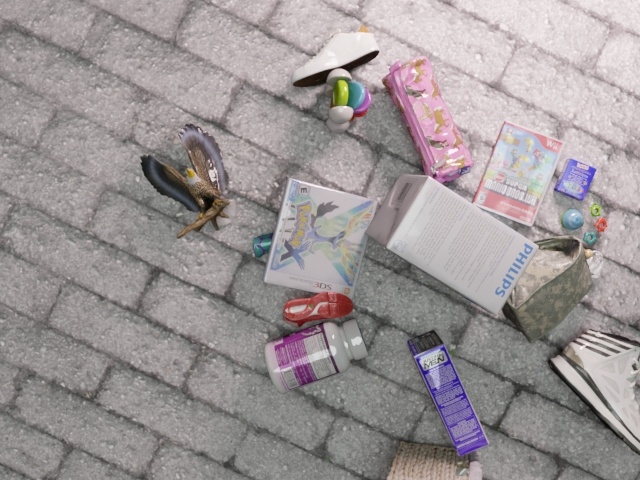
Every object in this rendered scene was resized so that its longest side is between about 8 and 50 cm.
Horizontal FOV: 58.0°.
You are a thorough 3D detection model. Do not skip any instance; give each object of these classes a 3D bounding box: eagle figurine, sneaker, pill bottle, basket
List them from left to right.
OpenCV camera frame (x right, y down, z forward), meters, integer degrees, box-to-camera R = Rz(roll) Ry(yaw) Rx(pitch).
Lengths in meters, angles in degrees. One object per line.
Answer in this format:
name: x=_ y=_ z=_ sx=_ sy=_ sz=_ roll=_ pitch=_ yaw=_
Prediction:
eagle figurine: x=-0.388 y=-0.182 z=1.779 sx=0.226 sy=0.225 sz=0.298 roll=-14 pitch=57 yaw=-37
sneaker: x=-0.016 y=0.220 z=1.828 sx=0.221 sy=0.128 sz=0.087 roll=0 pitch=70 yaw=-13
pill bottle: x=-0.010 y=0.350 z=1.798 sx=0.301 sy=0.169 sz=0.169 roll=-20 pitch=94 yaw=1
sneaker: x=0.028 y=-0.569 z=1.776 sx=0.290 sy=0.106 sz=0.123 roll=-24 pitch=84 yaw=-6
basket: x=0.342 y=0.825 z=1.737 sx=0.266 sy=0.328 sz=0.331 roll=3 pitch=94 yaw=16
sneaker: x=0.959 y=0.462 z=1.797 sx=0.257 sy=0.169 sz=0.447 roll=-44 pitch=90 yaw=5

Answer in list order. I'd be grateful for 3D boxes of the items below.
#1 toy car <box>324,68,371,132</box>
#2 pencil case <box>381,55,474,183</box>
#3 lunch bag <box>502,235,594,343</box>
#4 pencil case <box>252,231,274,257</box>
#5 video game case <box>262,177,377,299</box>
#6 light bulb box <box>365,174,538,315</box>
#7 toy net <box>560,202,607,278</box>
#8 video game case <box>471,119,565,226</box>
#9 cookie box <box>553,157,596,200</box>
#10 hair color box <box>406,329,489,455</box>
toy car: x=0.085 y=-0.418 z=1.741 sx=0.136 sy=0.182 sz=0.159 roll=-1 pitch=79 yaw=-4
pencil case: x=0.322 y=-0.359 z=1.745 sx=0.160 sy=0.167 sz=0.386 roll=-23 pitch=91 yaw=0
lunch bag: x=0.677 y=0.129 z=1.738 sx=0.287 sy=0.169 sz=0.235 roll=-37 pitch=133 yaw=3
pencil case: x=-0.137 y=0.008 z=1.827 sx=0.151 sy=0.064 sz=0.070 roll=-13 pitch=132 yaw=1
video game case: x=0.000 y=0.000 z=1.797 sx=0.300 sy=0.036 sz=0.329 roll=13 pitch=94 yaw=-18
light bulb box: x=0.357 y=-0.003 z=1.664 sx=0.361 sy=0.358 sz=0.225 roll=31 pitch=94 yaw=-8
toy net: x=0.852 y=0.004 z=1.831 sx=0.122 sy=0.045 sz=0.232 roll=-18 pitch=95 yaw=0
video game case: x=0.624 y=-0.210 z=1.825 sx=0.204 sy=0.025 sz=0.285 roll=21 pitch=94 yaw=-1
cookie box: x=0.801 y=-0.191 z=1.817 sx=0.091 sy=0.040 sz=0.107 roll=23 pitch=94 yaw=-1
hair color box: x=0.390 y=0.466 z=1.794 sx=0.110 sy=0.185 sz=0.339 roll=-23 pitch=93 yaw=3
